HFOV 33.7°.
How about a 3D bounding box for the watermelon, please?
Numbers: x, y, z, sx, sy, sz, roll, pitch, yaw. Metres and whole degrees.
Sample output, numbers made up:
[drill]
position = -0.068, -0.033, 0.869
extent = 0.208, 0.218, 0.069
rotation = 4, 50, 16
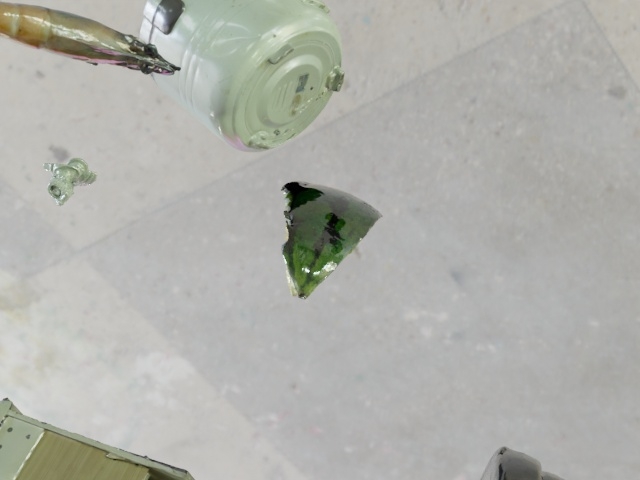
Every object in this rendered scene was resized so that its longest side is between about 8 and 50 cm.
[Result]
[watermelon]
position = 0.000, 0.000, 1.252
extent = 0.123, 0.301, 0.129
rotation = 18, 96, 0

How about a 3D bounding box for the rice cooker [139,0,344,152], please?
[rice cooker]
position = -0.105, -0.252, 1.379
extent = 0.244, 0.226, 0.226
rotation = 38, 141, 30

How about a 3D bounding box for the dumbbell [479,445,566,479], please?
[dumbbell]
position = 0.253, 0.311, 0.894
extent = 0.388, 0.185, 0.185
rotation = 21, 133, 8

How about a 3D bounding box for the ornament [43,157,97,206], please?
[ornament]
position = -0.323, -0.082, 1.358
extent = 0.068, 0.092, 0.041
rotation = 21, 118, 23

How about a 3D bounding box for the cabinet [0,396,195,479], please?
[cabinet]
position = -0.318, 0.414, 1.366
extent = 0.318, 0.290, 0.227
rotation = 12, 148, 26

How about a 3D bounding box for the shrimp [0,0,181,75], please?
[shrimp]
position = -0.288, -0.242, 1.225
extent = 0.261, 0.198, 0.051
rotation = 13, 103, -11
